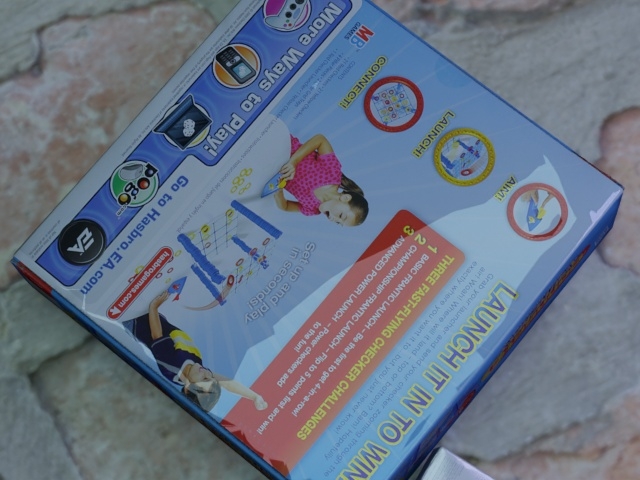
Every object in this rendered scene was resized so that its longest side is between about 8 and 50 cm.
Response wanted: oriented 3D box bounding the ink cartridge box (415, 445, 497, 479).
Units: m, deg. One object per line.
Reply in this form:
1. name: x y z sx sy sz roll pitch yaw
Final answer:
1. ink cartridge box: 0.113 0.197 1.323 0.115 0.029 0.063 32 77 -2

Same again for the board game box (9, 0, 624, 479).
1. board game box: 0.000 0.000 1.364 0.302 0.086 0.308 38 79 13
